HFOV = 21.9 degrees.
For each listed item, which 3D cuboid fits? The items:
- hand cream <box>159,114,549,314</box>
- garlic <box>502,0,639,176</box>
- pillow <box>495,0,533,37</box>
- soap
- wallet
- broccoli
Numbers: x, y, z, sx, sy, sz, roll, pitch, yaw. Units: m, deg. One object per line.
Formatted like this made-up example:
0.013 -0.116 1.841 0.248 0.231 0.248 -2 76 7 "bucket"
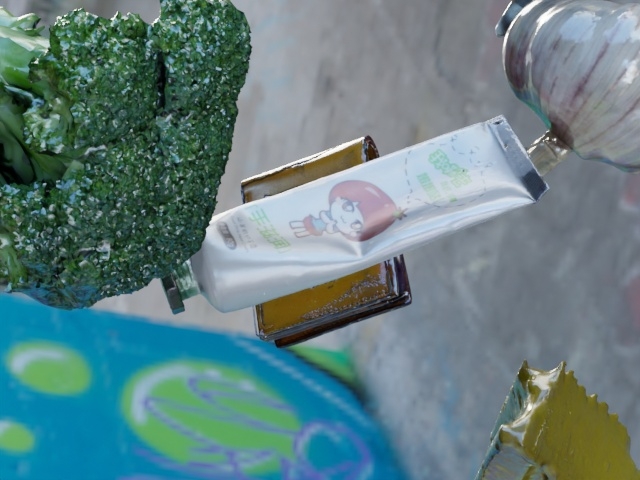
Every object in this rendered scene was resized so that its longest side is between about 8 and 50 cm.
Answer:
0.024 -0.018 1.406 0.121 0.336 0.076 -116 8 -46 "hand cream"
0.272 -0.133 1.733 0.253 0.245 0.245 -52 23 -4 "garlic"
0.269 -0.263 1.962 0.136 0.055 0.091 42 129 52 "pillow"
0.362 0.302 2.123 0.338 0.304 0.169 95 -166 -67 "soap"
-0.001 -0.001 1.673 0.161 0.042 0.195 -18 63 20 "wallet"
-0.178 -0.081 1.231 0.294 0.245 0.265 -30 21 49 "broccoli"
